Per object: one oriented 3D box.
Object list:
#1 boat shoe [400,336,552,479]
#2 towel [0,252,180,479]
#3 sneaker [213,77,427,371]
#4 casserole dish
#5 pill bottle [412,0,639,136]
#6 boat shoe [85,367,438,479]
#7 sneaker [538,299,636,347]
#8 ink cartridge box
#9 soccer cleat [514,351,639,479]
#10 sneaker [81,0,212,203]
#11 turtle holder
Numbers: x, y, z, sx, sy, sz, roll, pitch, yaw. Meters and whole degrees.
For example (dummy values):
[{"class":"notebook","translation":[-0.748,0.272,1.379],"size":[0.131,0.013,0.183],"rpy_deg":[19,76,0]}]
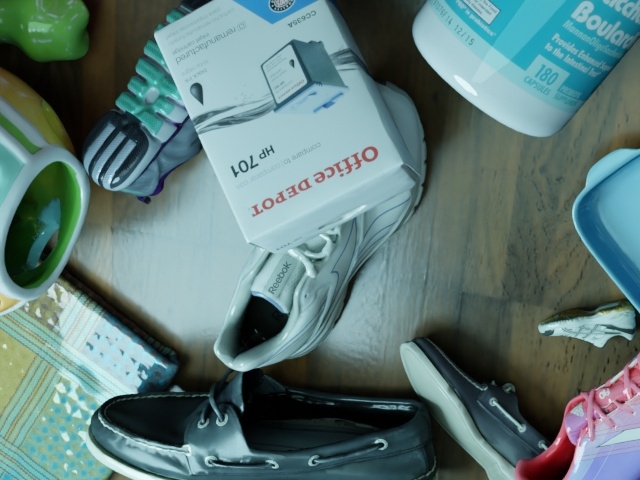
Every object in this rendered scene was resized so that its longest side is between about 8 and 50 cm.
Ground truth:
[{"class":"boat shoe","translation":[0.155,0.162,0.961],"size":[0.065,0.075,0.206],"rpy_deg":[-39,85,-18]},{"class":"towel","translation":[-0.339,0.185,1.140],"size":[0.271,0.040,0.370],"rpy_deg":[37,113,4]},{"class":"sneaker","translation":[0.000,0.000,0.913],"size":[0.111,0.129,0.297],"rpy_deg":[29,112,12]},{"class":"casserole dish","translation":[0.293,0.002,0.863],"size":[0.114,0.037,0.188],"rpy_deg":[-39,92,25]},{"class":"pill bottle","translation":[0.196,-0.216,0.767],"size":[0.146,0.146,0.264],"rpy_deg":[39,115,4]},{"class":"boat shoe","translation":[-0.056,0.171,0.982],"size":[0.339,0.127,0.113],"rpy_deg":[11,117,13]},{"class":"sneaker","translation":[0.232,0.078,0.911],"size":[0.083,0.032,0.037],"rpy_deg":[-12,102,22]},{"class":"ink cartridge box","translation":[-0.025,-0.105,0.832],"size":[0.139,0.082,0.191],"rpy_deg":[-27,77,9]},{"class":"soccer cleat","translation":[0.255,0.135,0.851],"size":[0.095,0.083,0.248],"rpy_deg":[22,120,-11]},{"class":"sneaker","translation":[-0.121,-0.134,0.953],"size":[0.083,0.098,0.224],"rpy_deg":[43,93,23]},{"class":"turtle holder","translation":[-0.323,-0.066,0.959],"size":[0.227,0.320,0.243],"rpy_deg":[16,139,20]}]
